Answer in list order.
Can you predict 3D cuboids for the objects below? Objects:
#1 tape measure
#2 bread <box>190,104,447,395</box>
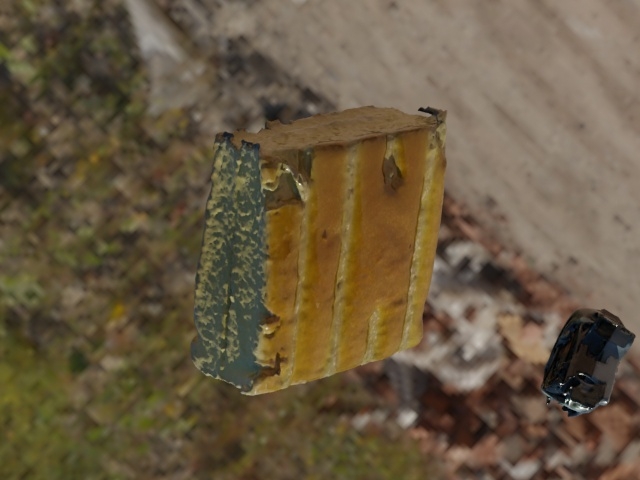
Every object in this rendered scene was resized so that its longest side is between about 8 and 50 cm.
[{"bbox_3d":[0.214,0.096,1.425,0.054,0.091,0.094,25,171,-3],"label":"tape measure"},{"bbox_3d":[0.000,0.000,1.599,0.111,0.239,0.246,24,115,38],"label":"bread"}]
